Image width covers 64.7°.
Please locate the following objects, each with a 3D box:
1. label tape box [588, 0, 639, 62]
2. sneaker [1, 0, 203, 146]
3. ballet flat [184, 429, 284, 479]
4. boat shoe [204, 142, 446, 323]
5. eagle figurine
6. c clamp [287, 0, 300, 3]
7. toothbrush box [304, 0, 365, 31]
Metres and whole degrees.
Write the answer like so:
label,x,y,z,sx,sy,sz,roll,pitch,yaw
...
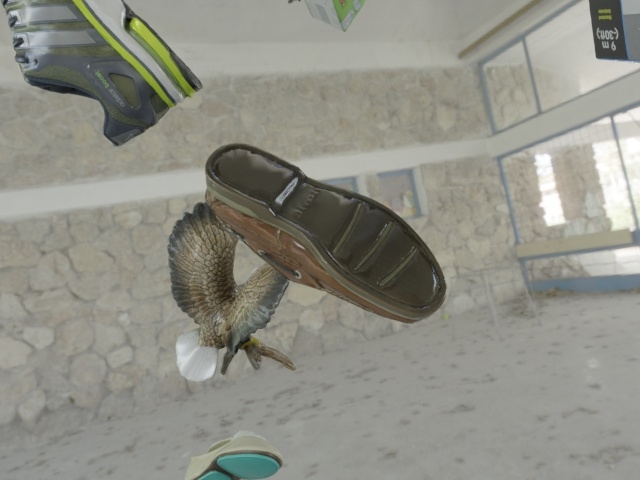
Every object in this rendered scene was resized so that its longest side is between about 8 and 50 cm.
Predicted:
label,x,y,z,sx,sy,sz,roll,pitch,yaw
label tape box,0.476,-0.309,0.668,0.106,0.334,0.240,-21,22,2
sneaker,-0.266,-0.217,0.491,0.121,0.300,0.111,-49,6,-1
ballet flat,-0.146,0.361,0.844,0.248,0.086,0.086,-35,-16,33
boat shoe,0.000,0.000,0.589,0.111,0.307,0.104,-44,-18,-33
eagle figurine,-0.156,0.098,0.902,0.226,0.225,0.298,-2,-42,-4
c clamp,0.001,-0.485,0.926,0.160,0.022,0.137,-39,23,5
toothbrush box,0.070,-0.717,1.268,0.283,0.122,0.206,-55,-20,0
